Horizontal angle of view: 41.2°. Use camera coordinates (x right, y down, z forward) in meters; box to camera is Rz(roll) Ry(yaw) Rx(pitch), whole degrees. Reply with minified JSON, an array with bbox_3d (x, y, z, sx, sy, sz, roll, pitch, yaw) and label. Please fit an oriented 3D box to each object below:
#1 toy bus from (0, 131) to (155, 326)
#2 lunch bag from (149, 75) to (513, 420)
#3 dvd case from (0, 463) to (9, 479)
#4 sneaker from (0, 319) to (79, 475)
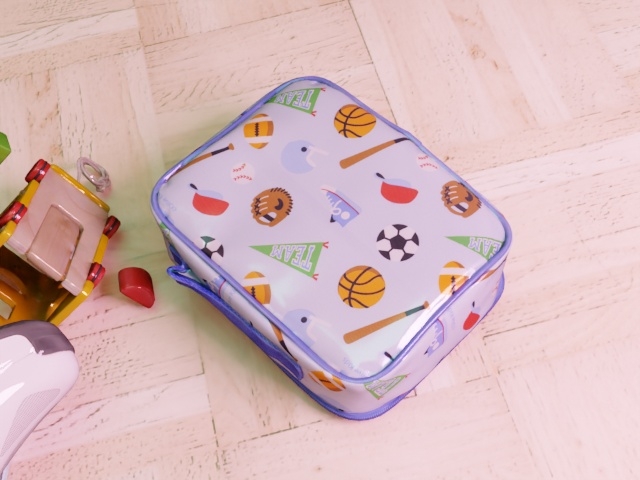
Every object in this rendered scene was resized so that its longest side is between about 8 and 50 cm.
[{"bbox_3d":[-0.263,0.006,0.792,0.104,0.202,0.191,-42,67,15],"label":"toy bus"},{"bbox_3d":[0.000,0.000,0.774,0.303,0.115,0.243,39,71,24],"label":"lunch bag"},{"bbox_3d":[-0.328,0.203,0.731,0.119,0.013,0.087,-5,58,3],"label":"dvd case"},{"bbox_3d":[-0.290,0.284,0.612,0.257,0.169,0.447,40,70,7],"label":"sneaker"}]
